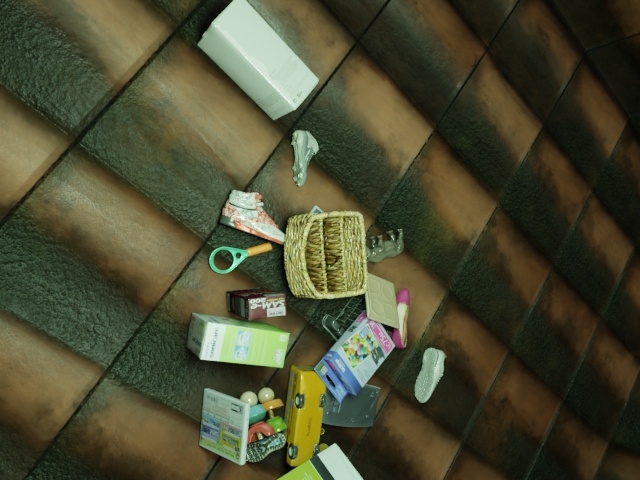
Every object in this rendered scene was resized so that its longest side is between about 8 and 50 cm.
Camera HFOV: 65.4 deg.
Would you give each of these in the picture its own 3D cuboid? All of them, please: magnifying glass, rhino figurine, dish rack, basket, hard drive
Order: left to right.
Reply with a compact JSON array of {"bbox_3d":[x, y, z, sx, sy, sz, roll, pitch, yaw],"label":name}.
[{"bbox_3d":[-0.280,0.050,1.745,0.230,0.026,0.092,-17,99,-27],"label":"magnifying glass"},{"bbox_3d":[0.016,0.050,1.732,0.213,0.222,0.300,-6,95,-52],"label":"basket"},{"bbox_3d":[0.106,0.634,1.946,0.254,0.054,0.172,15,84,-27],"label":"hard drive"},{"bbox_3d":[0.158,0.292,1.959,0.271,0.074,0.208,-49,113,-20],"label":"dish rack"},{"bbox_3d":[0.234,0.032,1.990,0.243,0.073,0.107,-17,96,-25],"label":"rhino figurine"}]

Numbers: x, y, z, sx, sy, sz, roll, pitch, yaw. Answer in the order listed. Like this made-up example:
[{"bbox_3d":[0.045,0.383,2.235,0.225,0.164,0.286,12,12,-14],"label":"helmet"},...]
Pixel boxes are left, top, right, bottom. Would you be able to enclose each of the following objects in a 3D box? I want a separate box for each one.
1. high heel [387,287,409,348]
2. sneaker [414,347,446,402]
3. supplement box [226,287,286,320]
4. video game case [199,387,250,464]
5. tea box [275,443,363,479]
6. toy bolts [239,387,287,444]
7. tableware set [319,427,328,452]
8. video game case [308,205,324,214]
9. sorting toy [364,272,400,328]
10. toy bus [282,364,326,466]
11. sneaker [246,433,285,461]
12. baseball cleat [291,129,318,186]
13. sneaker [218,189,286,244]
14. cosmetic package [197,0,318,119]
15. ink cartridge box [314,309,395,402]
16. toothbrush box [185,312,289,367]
[{"bbox_3d":[0.336,0.315,2.024,0.082,0.117,0.244,27,79,-25],"label":"high heel"},{"bbox_3d":[0.477,0.581,2.128,0.094,0.090,0.235,26,81,-35],"label":"sneaker"},{"bbox_3d":[-0.219,0.207,1.659,0.130,0.239,0.073,-4,93,-28],"label":"supplement box"},{"bbox_3d":[-0.318,0.607,1.640,0.023,0.212,0.194,7,88,-52],"label":"video game case"},{"bbox_3d":[-0.016,0.953,1.731,0.323,0.220,0.329,-23,130,-24],"label":"tea box"},{"bbox_3d":[-0.237,0.602,1.702,0.218,0.228,0.159,-21,72,-3],"label":"toy bolts"},{"bbox_3d":[-0.012,0.794,1.905,0.103,0.024,0.154,5,88,-28],"label":"tableware set"},{"bbox_3d":[0.000,0.000,1.894,0.201,0.023,0.183,41,73,-22],"label":"video game case"},{"bbox_3d":[0.227,0.230,1.912,0.208,0.038,0.193,27,48,-40],"label":"sorting toy"},{"bbox_3d":[-0.064,0.633,1.814,0.108,0.130,0.333,9,87,-29],"label":"toy bus"},{"bbox_3d":[-0.199,0.740,1.781,0.162,0.073,0.064,-19,76,-6],"label":"sneaker"},{"bbox_3d":[-0.051,-0.302,1.832,0.109,0.072,0.206,-7,98,-34],"label":"baseball cleat"},{"bbox_3d":[-0.206,-0.083,1.737,0.269,0.090,0.145,20,83,-20],"label":"sneaker"},{"bbox_3d":[-0.210,-0.598,1.672,0.365,0.197,0.155,44,72,-23],"label":"cosmetic package"},{"bbox_3d":[0.133,0.431,1.852,0.311,0.065,0.186,-43,110,-27],"label":"ink cartridge box"},{"bbox_3d":[-0.277,0.328,1.651,0.283,0.206,0.122,12,86,-27],"label":"toothbrush box"}]
